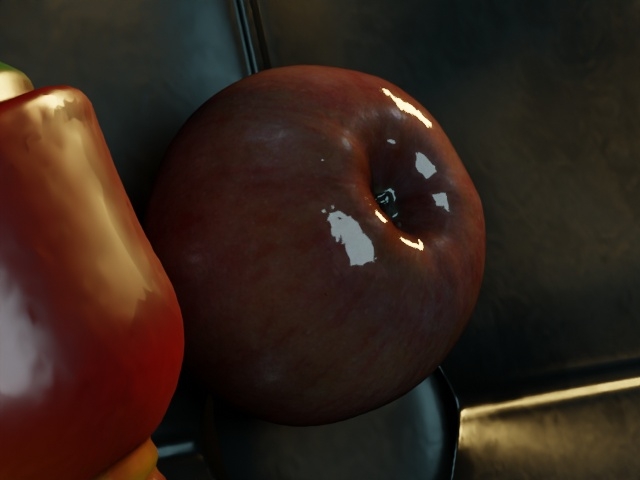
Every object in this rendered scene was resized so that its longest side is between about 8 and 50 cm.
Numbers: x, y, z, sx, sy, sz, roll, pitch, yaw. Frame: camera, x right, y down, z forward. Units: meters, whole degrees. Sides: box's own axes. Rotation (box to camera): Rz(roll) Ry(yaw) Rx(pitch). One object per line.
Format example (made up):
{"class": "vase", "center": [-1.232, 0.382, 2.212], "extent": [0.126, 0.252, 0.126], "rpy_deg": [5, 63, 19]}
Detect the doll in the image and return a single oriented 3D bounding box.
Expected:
{"class": "doll", "center": [-0.134, 0.023, 0.652], "extent": [0.363, 0.160, 0.182], "rpy_deg": [63, 16, -2]}

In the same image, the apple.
{"class": "apple", "center": [0.000, 0.000, 0.814], "extent": [0.153, 0.120, 0.153], "rpy_deg": [15, 65, -37]}
